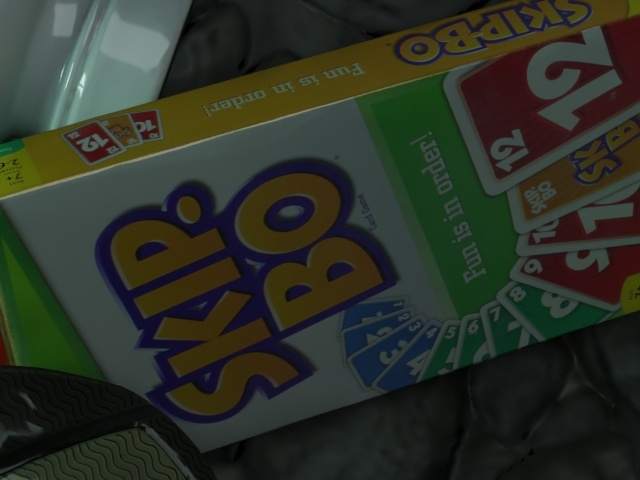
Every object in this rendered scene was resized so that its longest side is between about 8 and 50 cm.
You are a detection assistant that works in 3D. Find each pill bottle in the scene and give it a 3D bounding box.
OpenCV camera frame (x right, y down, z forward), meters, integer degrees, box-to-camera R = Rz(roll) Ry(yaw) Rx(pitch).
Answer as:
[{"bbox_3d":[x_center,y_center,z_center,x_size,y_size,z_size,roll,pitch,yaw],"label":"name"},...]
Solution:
[{"bbox_3d":[-0.134,-0.084,0.611,0.180,0.108,0.108,19,74,-6],"label":"pill bottle"}]

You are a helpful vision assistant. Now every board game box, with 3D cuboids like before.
[{"bbox_3d":[0.000,0.000,0.616,0.259,0.124,0.039,-16,38,-12],"label":"board game box"}]

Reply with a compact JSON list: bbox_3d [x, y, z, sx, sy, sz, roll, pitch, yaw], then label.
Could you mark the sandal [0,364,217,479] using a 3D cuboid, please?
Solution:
[{"bbox_3d":[-0.169,0.135,0.571,0.303,0.086,0.120,-31,90,-1],"label":"sandal"}]
